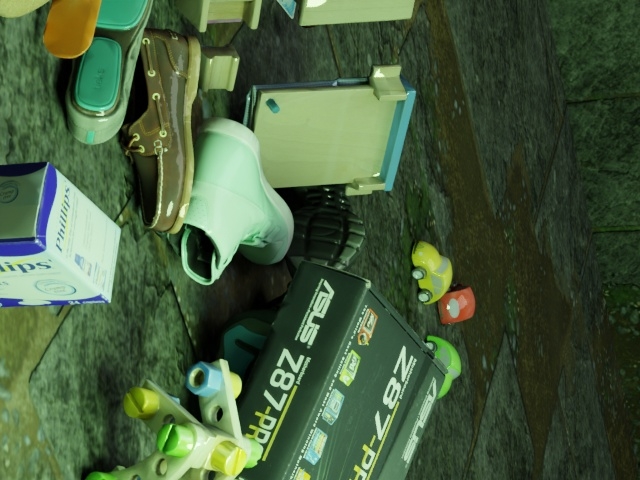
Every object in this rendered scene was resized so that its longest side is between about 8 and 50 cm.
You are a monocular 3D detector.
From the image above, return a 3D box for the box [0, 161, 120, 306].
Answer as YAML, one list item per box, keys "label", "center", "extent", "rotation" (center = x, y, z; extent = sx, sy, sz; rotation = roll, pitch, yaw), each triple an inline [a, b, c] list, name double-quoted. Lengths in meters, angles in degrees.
- label: "box"
  center: [-0.249, -0.002, 1.507]
  extent: [0.137, 0.126, 0.072]
  rotation: [49, 42, -59]

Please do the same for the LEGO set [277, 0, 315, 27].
- label: "LEGO set"
  center: [-0.070, -0.367, 2.253]
  extent: [0.244, 0.060, 0.182]
  rotation: [48, 40, -43]

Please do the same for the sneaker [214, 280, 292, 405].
- label: "sneaker"
  center: [-0.042, 0.118, 2.142]
  extent: [0.139, 0.125, 0.341]
  rotation: [63, 15, 21]

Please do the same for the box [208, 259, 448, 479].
- label: "box"
  center: [-0.014, 0.256, 1.985]
  extent: [0.395, 0.097, 0.318]
  rotation: [-66, 155, -13]

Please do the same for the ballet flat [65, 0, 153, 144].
- label: "ballet flat"
  center: [-0.207, -0.186, 1.787]
  extent: [0.068, 0.072, 0.213]
  rotation: [107, -6, -58]

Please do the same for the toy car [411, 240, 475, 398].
- label: "toy car"
  center: [0.192, 0.136, 2.848]
  extent: [0.239, 0.053, 0.225]
  rotation: [48, 41, -60]

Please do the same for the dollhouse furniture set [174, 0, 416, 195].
- label: "dollhouse furniture set"
  center: [-0.060, -0.200, 2.134]
  extent: [0.198, 0.286, 0.303]
  rotation: [53, -39, 47]

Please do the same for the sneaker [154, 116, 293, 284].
- label: "sneaker"
  center: [-0.107, -0.005, 1.994]
  extent: [0.256, 0.094, 0.151]
  rotation: [69, 39, -58]

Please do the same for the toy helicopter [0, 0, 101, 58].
- label: "toy helicopter"
  center: [-0.183, -0.319, 1.664]
  extent: [0.355, 0.140, 0.235]
  rotation: [-47, 161, -32]

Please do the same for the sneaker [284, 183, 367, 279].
- label: "sneaker"
  center: [0.000, 0.000, 2.218]
  extent: [0.267, 0.101, 0.106]
  rotation: [-84, -175, -61]

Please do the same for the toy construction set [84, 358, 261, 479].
- label: "toy construction set"
  center: [-0.102, 0.277, 1.679]
  extent: [0.151, 0.215, 0.327]
  rotation: [29, 18, -39]

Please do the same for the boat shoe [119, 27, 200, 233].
- label: "boat shoe"
  center: [-0.168, -0.111, 1.865]
  extent: [0.073, 0.073, 0.207]
  rotation: [7, 80, -32]
